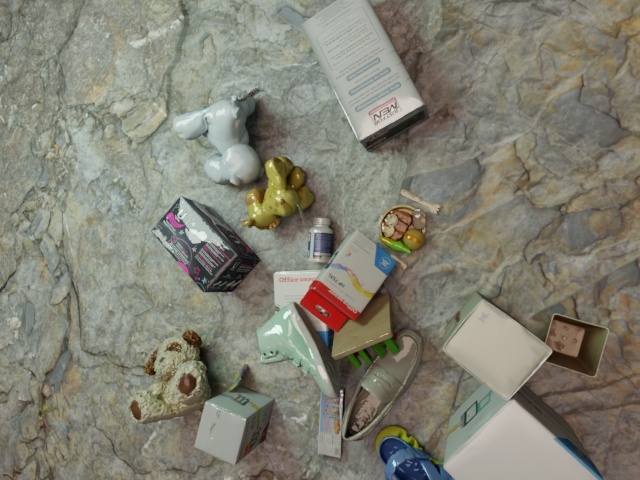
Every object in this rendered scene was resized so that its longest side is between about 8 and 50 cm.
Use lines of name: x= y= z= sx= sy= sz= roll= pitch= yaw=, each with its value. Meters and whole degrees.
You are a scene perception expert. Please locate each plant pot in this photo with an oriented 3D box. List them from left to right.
plant pot: x=0.553 y=0.225 z=0.957 sx=0.109 sy=0.096 sz=0.109 roll=16 pitch=91 yaw=18

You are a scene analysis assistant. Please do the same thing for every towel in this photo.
towel: x=-0.235 y=0.389 z=1.221 sx=0.009 sy=0.083 sz=0.060 roll=39 pitch=100 yaw=-6

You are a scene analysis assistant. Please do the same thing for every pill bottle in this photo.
pill bottle: x=0.000 y=0.000 z=1.172 sx=0.067 sy=0.067 sz=0.120 roll=3 pitch=88 yaw=19

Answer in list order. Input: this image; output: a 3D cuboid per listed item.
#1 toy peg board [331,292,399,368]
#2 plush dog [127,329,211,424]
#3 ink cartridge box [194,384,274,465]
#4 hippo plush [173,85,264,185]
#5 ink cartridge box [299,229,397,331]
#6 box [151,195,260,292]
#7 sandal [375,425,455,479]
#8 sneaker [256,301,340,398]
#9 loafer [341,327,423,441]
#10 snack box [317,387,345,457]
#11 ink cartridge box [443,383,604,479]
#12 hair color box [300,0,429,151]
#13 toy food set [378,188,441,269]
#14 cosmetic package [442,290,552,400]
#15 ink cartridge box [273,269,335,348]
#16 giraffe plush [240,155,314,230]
toy peg board: x=0.122 y=0.236 z=1.088 sx=0.161 sy=0.161 sz=0.079 roll=-27 pitch=112 yaw=19
plush dog: x=-0.402 y=0.380 z=1.243 sx=0.262 sy=0.210 sz=0.225 roll=-32 pitch=58 yaw=17
ink cartridge box: x=-0.227 y=0.490 z=1.159 sx=0.127 sy=0.176 sz=0.128 roll=14 pitch=91 yaw=19
hippo plush: x=-0.239 y=-0.284 z=1.229 sx=0.294 sy=0.234 sz=0.236 roll=-6 pitch=115 yaw=33
ink cartridge box: x=0.067 y=0.105 z=1.081 sx=0.134 sy=0.078 sz=0.231 roll=38 pitch=79 yaw=-7
box: x=-0.321 y=0.014 z=1.229 sx=0.142 sy=0.163 sz=0.247 roll=-47 pitch=74 yaw=7
sandal: x=0.266 y=0.573 z=1.012 sx=0.317 sy=0.138 sz=0.126 roll=23 pitch=92 yaw=17
sneaker: x=-0.061 y=0.299 z=1.071 sx=0.151 sy=0.094 sz=0.256 roll=-34 pitch=71 yaw=9
loafer: x=0.154 y=0.365 z=1.073 sx=0.112 sy=0.111 sz=0.319 roll=30 pitch=96 yaw=20
snack box: x=0.029 y=0.484 z=1.155 sx=0.064 sy=0.022 sz=0.178 roll=2 pitch=87 yaw=19
ink cartridge box: x=0.404 y=0.428 z=0.903 sx=0.198 sy=0.270 sz=0.197 roll=43 pitch=101 yaw=16
hair color box: x=0.116 y=-0.449 z=1.139 sx=0.185 sy=0.113 sz=0.374 roll=-27 pitch=78 yaw=15
toy food set: x=0.214 y=-0.033 z=1.117 sx=0.132 sy=0.038 sz=0.192 roll=30 pitch=96 yaw=18
cosmetic package: x=0.359 y=0.207 z=0.917 sx=0.153 sy=0.296 sz=0.129 roll=39 pitch=98 yaw=17
ink cartridge box: x=-0.042 y=0.183 z=1.164 sx=0.148 sy=0.086 sz=0.203 roll=-3 pitch=86 yaw=18
giraffe plush: x=-0.131 y=-0.104 z=1.177 sx=0.170 sy=0.181 sz=0.210 roll=-25 pitch=62 yaw=27
